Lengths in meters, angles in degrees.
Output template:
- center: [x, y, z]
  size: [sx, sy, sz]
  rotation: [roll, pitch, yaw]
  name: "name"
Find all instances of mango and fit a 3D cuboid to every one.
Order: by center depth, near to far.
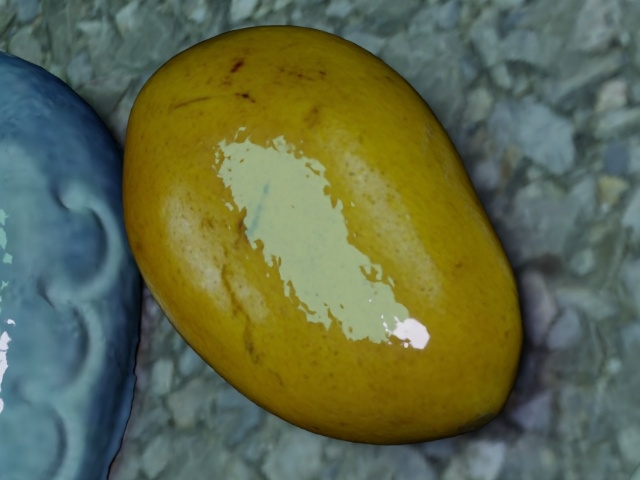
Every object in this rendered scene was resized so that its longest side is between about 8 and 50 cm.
- center: [0.000, 0.000, 0.610]
  size: [0.145, 0.112, 0.219]
  rotation: [-47, 56, 9]
  name: "mango"

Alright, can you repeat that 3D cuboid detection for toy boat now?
- center: [-0.207, 0.057, 0.733]
  size: [0.215, 0.123, 0.330]
  rotation: [9, 79, 40]
  name: "toy boat"

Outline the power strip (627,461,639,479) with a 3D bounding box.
- center: [0.151, 0.129, 0.408]
  size: [0.140, 0.139, 0.224]
  rotation: [35, 96, 39]
  name: "power strip"
